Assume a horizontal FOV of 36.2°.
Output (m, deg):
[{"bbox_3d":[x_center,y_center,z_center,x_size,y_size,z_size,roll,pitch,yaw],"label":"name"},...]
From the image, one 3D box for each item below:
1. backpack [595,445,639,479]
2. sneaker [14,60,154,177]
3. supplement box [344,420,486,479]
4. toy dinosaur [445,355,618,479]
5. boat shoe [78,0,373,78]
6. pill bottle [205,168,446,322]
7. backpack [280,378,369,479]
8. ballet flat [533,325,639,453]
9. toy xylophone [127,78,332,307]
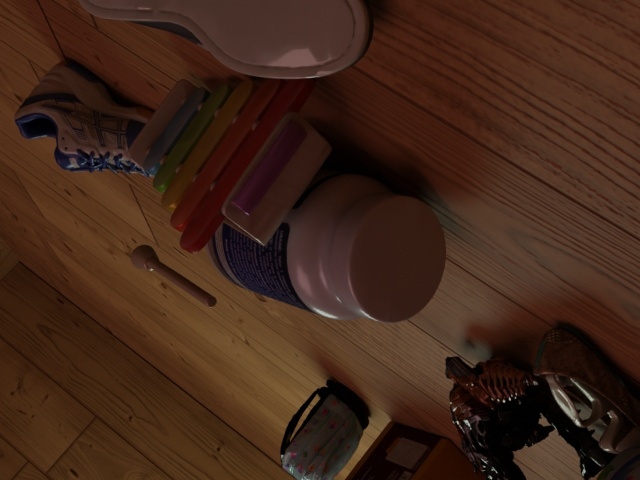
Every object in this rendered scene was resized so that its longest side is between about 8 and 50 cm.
[{"bbox_3d":[0.346,0.355,0.882,0.290,0.355,0.273,16,155,2],"label":"backpack"},{"bbox_3d":[-0.294,-0.128,1.359,0.296,0.131,0.112,31,158,22],"label":"sneaker"},{"bbox_3d":[0.150,0.439,1.688,0.129,0.191,0.194,47,161,-18],"label":"supplement box"},{"bbox_3d":[0.214,0.218,1.150,0.218,0.164,0.322,51,-171,20],"label":"toy dinosaur"},{"bbox_3d":[-0.075,-0.213,0.847,0.319,0.116,0.099,20,-163,31],"label":"boat shoe"},{"bbox_3d":[0.000,0.000,1.040,0.264,0.153,0.153,15,149,54],"label":"pill bottle"},{"bbox_3d":[0.008,0.370,1.822,0.115,0.182,0.152,29,158,30],"label":"backpack"},{"bbox_3d":[0.294,0.176,1.004,0.206,0.067,0.073,42,161,-4],"label":"ballet flat"},{"bbox_3d":[-0.112,-0.062,1.012,0.081,0.236,0.322,37,167,-31],"label":"toy xylophone"}]
